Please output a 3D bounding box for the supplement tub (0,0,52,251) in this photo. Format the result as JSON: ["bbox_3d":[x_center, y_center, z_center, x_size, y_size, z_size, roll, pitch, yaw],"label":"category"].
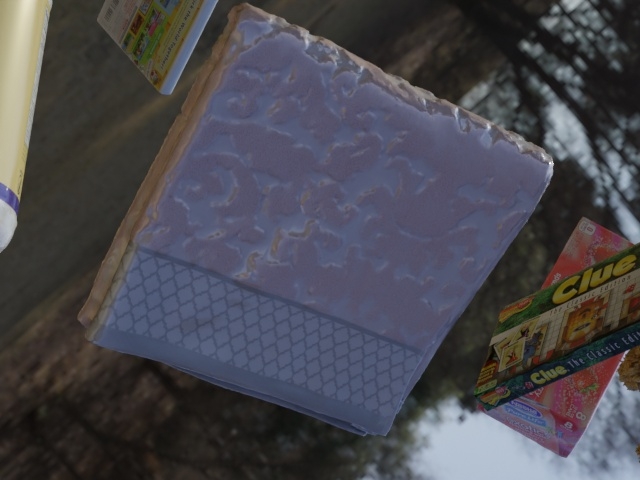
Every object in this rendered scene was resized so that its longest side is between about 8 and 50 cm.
[{"bbox_3d":[-0.371,-0.162,1.175,0.241,0.241,0.331,144,-47,-69],"label":"supplement tub"}]

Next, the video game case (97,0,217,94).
[{"bbox_3d":[-0.247,-0.377,2.045,0.026,0.206,0.227,-2,132,-48],"label":"video game case"}]

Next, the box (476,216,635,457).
[{"bbox_3d":[0.368,0.140,1.914,0.300,0.154,0.142,-55,168,-24],"label":"box"}]

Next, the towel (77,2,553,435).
[{"bbox_3d":[0.000,0.000,1.143,0.317,0.332,0.053,-60,-151,13],"label":"towel"}]

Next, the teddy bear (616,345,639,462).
[{"bbox_3d":[0.477,0.163,1.576,0.113,0.245,0.338,-23,139,-53],"label":"teddy bear"}]

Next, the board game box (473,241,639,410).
[{"bbox_3d":[0.263,0.067,1.252,0.260,0.030,0.136,-31,-162,37],"label":"board game box"}]
